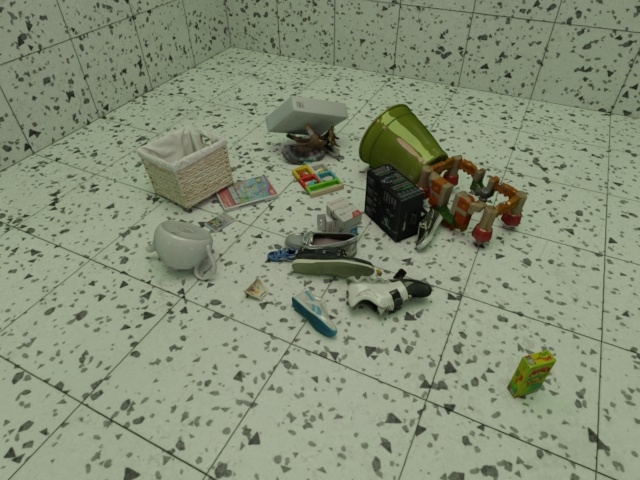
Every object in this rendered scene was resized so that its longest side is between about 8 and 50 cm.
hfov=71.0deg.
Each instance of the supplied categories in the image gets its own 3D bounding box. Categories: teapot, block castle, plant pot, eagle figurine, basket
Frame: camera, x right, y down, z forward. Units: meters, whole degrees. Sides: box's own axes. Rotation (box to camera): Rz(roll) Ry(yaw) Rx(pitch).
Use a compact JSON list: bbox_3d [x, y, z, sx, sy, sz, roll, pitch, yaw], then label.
[{"bbox_3d":[-0.577,0.042,1.873,0.253,0.186,0.256,10,17,-29],"label":"teapot"},{"bbox_3d":[0.681,-0.190,2.094,0.303,0.212,0.453,-24,49,-29],"label":"block castle"},{"bbox_3d":[0.449,-0.447,2.314,0.367,0.366,0.353,-28,61,-27],"label":"plant pot"},{"bbox_3d":[-0.052,-0.553,2.555,0.299,0.225,0.226,-21,-8,21],"label":"eagle figurine"},{"bbox_3d":[-0.665,-0.371,2.243,0.329,0.266,0.331,24,46,34],"label":"basket"}]

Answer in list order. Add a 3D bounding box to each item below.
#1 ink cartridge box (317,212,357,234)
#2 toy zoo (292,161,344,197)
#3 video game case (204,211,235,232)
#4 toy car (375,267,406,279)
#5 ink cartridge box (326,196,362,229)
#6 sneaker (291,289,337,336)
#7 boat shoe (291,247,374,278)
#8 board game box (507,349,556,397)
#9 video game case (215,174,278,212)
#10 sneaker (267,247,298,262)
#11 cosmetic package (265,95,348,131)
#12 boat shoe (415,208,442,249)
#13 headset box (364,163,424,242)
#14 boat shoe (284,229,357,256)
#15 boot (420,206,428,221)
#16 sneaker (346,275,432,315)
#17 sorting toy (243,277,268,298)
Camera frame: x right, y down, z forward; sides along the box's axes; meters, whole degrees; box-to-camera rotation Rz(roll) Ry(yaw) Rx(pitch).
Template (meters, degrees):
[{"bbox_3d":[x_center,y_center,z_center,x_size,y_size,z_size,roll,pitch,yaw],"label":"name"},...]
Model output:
[{"bbox_3d":[0.077,-0.073,2.043,0.180,0.104,0.060,-6,45,-5],"label":"ink cartridge box"},{"bbox_3d":[-0.026,-0.339,2.396,0.193,0.030,0.293,-19,45,-19],"label":"toy zoo"},{"bbox_3d":[-0.478,-0.088,2.135,0.087,0.011,0.122,31,50,29],"label":"video game case"},{"bbox_3d":[0.296,0.126,1.858,0.122,0.060,0.040,24,15,16],"label":"toy car"},{"bbox_3d":[0.102,-0.120,1.975,0.099,0.056,0.135,-25,51,-23],"label":"ink cartridge box"},{"bbox_3d":[-0.008,0.266,1.680,0.092,0.087,0.229,-27,50,-29],"label":"sneaker"},{"bbox_3d":[0.056,0.081,1.857,0.341,0.127,0.113,0,53,15],"label":"boat shoe"},{"bbox_3d":[0.665,0.425,1.421,0.092,0.181,0.043,-11,43,-11],"label":"board game box"},{"bbox_3d":[-0.382,-0.244,2.299,0.285,0.025,0.204,-17,44,-18],"label":"video game case"},{"bbox_3d":[-0.158,0.057,1.934,0.144,0.059,0.053,1,44,3],"label":"sneaker"},{"bbox_3d":[-0.077,-0.694,2.536,0.378,0.284,0.097,-5,79,-38],"label":"cosmetic package"},{"bbox_3d":[0.469,-0.053,2.007,0.070,0.078,0.219,43,58,-12],"label":"boat shoe"},{"bbox_3d":[0.332,-0.167,2.038,0.131,0.246,0.283,-21,45,-20],"label":"headset box"},{"bbox_3d":[0.001,0.002,1.961,0.321,0.103,0.118,7,42,8],"label":"boat shoe"},{"bbox_3d":[0.450,-0.130,2.150,0.099,0.045,0.121,-23,47,-18],"label":"boot"},{"bbox_3d":[0.263,0.224,1.719,0.331,0.122,0.146,1,60,1],"label":"sneaker"},{"bbox_3d":[-0.252,0.201,1.791,0.075,0.044,0.083,27,48,18],"label":"sorting toy"}]
